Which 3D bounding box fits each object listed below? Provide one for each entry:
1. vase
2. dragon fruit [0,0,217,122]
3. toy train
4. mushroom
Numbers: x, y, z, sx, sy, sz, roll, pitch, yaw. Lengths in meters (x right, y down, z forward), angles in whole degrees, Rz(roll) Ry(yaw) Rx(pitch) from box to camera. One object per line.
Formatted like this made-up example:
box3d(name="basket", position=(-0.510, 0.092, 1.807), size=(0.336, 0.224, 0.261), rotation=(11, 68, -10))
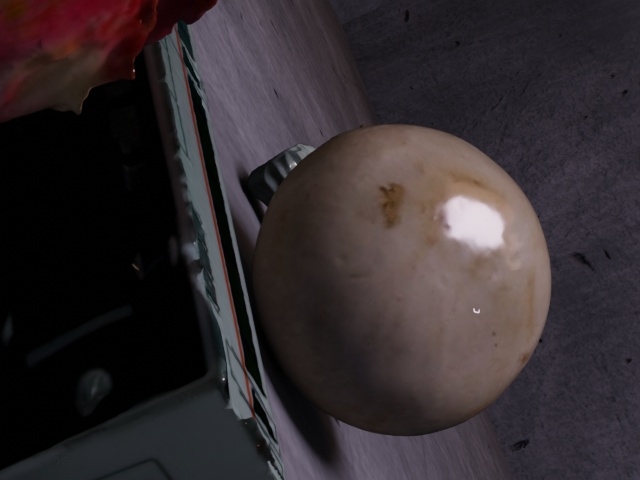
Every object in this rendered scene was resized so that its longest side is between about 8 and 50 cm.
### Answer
box3d(name="vase", position=(0.000, 0.000, 1.099), size=(0.149, 0.081, 0.081), rotation=(62, 7, -2))
box3d(name="dragon fruit", position=(-0.077, -0.122, 0.447), size=(0.161, 0.126, 0.274), rotation=(89, 12, -52))
box3d(name="toy train", position=(-0.084, -0.044, 0.565), size=(0.088, 0.086, 0.407), rotation=(59, 10, -39))
box3d(name="mushroom", position=(0.042, 0.030, 0.962), size=(0.207, 0.207, 0.215), rotation=(66, -24, -1))
